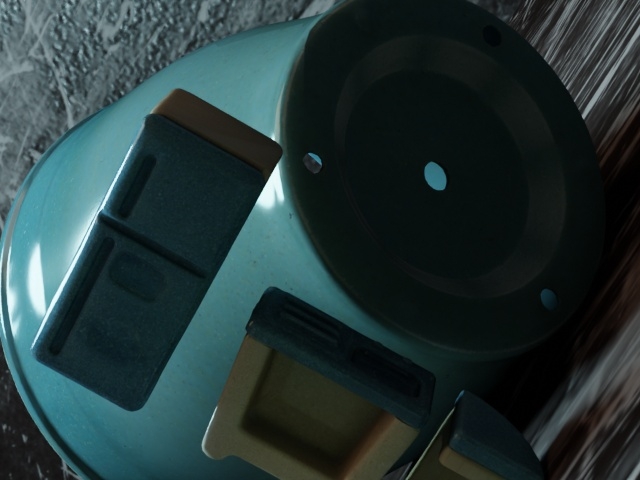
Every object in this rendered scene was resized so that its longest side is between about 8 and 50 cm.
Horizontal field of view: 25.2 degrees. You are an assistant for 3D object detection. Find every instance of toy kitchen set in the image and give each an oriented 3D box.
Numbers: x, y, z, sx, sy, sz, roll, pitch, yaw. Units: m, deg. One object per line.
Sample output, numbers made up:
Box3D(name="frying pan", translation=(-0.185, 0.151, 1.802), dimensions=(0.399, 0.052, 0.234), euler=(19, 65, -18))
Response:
Box3D(name="toy kitchen set", translation=(-0.009, 0.063, 0.525), dimensions=(0.122, 0.207, 0.166), euler=(-60, 2, 22))

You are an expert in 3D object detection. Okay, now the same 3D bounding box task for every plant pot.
Box3D(name="plant pot", translation=(0.000, 0.000, 0.748), dimensions=(0.255, 0.271, 0.272), euler=(-33, 24, 54))
